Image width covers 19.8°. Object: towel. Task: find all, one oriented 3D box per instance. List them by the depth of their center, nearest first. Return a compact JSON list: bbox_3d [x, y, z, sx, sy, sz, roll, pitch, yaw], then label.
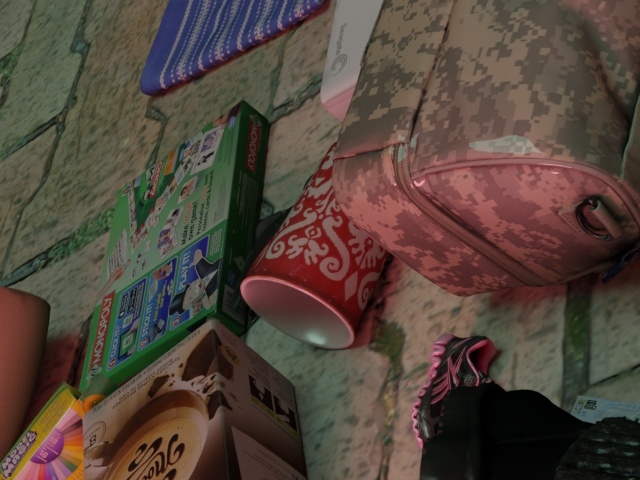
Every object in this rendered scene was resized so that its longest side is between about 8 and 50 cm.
[{"bbox_3d":[-0.090,-0.322,2.251,0.336,0.040,0.243,-21,42,43],"label":"towel"}]

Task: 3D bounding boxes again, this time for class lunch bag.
[{"bbox_3d":[0.180,-0.117,1.453,0.256,0.212,0.305,-15,47,49],"label":"lunch bag"}]

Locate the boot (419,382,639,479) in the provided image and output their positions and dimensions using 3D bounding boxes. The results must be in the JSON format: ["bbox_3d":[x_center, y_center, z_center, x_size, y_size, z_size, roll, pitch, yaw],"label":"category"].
[{"bbox_3d":[0.206,0.163,1.150,0.260,0.131,0.348,-4,4,9],"label":"boot"}]

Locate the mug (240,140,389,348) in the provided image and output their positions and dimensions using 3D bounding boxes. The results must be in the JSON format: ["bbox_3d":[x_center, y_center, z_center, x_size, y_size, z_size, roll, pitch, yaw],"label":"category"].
[{"bbox_3d":[-0.001,-0.005,1.686,0.150,0.113,0.169,14,62,29],"label":"mug"}]

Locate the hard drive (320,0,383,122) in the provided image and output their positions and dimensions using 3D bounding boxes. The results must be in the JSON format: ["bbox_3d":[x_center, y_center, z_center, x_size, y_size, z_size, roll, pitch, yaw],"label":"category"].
[{"bbox_3d":[0.151,-0.284,1.852,0.353,0.047,0.233,-28,37,37],"label":"hard drive"}]

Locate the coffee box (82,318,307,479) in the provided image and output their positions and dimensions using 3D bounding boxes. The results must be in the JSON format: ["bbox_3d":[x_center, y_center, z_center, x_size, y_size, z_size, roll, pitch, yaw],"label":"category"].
[{"bbox_3d":[-0.106,0.232,1.571,0.168,0.119,0.297,-37,32,17],"label":"coffee box"}]

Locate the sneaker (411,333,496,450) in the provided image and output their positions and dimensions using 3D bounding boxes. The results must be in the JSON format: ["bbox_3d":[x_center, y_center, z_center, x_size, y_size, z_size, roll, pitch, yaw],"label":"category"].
[{"bbox_3d":[0.111,0.124,1.469,0.057,0.047,0.119,-10,50,36],"label":"sneaker"}]

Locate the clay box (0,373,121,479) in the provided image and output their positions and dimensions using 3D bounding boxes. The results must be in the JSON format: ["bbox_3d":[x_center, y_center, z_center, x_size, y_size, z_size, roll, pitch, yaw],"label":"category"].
[{"bbox_3d":[-0.240,0.236,1.741,0.222,0.127,0.053,-53,29,-1],"label":"clay box"}]

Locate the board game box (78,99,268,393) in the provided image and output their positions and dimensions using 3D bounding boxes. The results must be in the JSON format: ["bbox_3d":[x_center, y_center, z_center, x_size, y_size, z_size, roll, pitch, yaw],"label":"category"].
[{"bbox_3d":[-0.155,0.016,1.964,0.213,0.046,0.317,-33,34,32],"label":"board game box"}]

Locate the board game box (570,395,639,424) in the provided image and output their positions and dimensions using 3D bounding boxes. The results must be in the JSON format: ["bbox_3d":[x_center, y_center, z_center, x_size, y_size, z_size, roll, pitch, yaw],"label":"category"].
[{"bbox_3d":[0.203,0.159,1.315,0.090,0.020,0.090,3,60,56],"label":"board game box"}]

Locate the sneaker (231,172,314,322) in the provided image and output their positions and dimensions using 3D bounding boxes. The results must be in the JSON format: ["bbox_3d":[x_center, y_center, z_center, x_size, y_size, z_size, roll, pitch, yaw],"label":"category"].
[{"bbox_3d":[-0.023,0.002,1.789,0.170,0.051,0.089,-38,32,34],"label":"sneaker"}]

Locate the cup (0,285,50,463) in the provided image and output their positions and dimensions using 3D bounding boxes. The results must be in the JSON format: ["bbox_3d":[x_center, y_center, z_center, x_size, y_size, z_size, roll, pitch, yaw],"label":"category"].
[{"bbox_3d":[-0.460,0.187,1.991,0.331,0.331,0.237,-17,71,47],"label":"cup"}]
